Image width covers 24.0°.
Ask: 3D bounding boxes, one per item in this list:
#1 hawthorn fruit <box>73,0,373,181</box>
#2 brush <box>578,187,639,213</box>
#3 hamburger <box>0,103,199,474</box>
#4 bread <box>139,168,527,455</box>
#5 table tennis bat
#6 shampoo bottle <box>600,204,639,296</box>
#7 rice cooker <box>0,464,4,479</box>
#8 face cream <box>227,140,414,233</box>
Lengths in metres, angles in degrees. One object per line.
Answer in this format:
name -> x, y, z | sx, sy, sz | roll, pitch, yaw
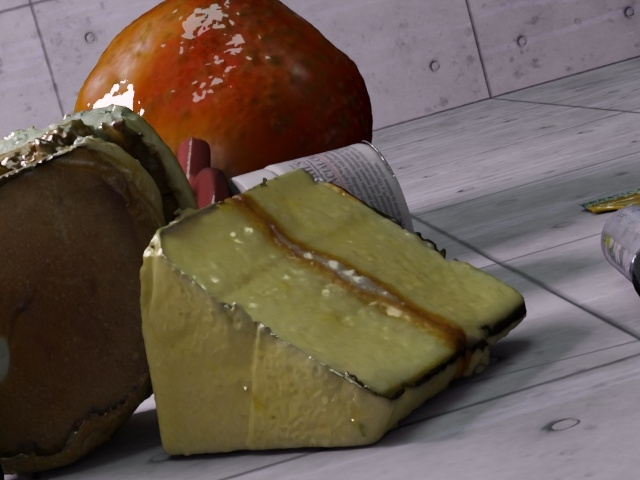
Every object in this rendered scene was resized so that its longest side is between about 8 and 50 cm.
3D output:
hawthorn fruit -> -0.141, -0.097, 1.872 | 0.403, 0.403, 0.403 | -15, 8, 2
brush -> 0.363, -0.039, 1.722 | 0.082, 0.010, 0.218 | -16, 8, -4
hamburger -> -0.249, 0.051, 1.315 | 0.318, 0.277, 0.195 | -22, 11, 8
bread -> 0.017, 0.045, 1.228 | 0.236, 0.198, 0.263 | 0, 17, 34
table tennis bat -> -0.134, 0.002, 1.558 | 0.038, 0.200, 0.310 | 13, 39, -14
shampoo bottle -> 0.293, 0.015, 1.310 | 0.072, 0.072, 0.214 | -15, 8, 2
rice cooker -> -0.340, 0.180, 1.175 | 0.203, 0.118, 0.142 | -5, 13, 35
face cream -> 0.000, 0.000, 1.541 | 0.153, 0.177, 0.177 | -18, 9, -18
